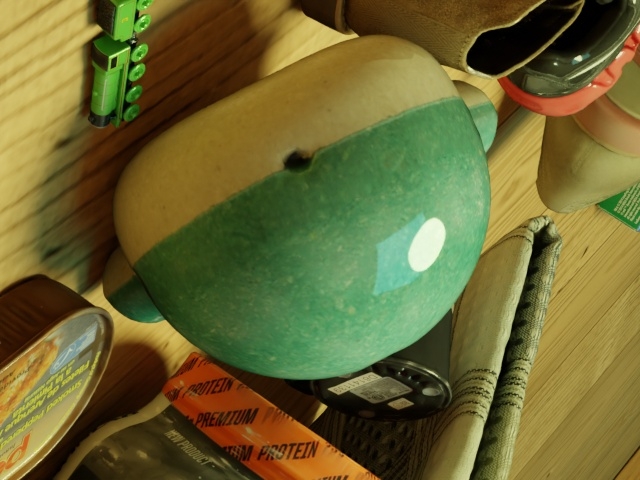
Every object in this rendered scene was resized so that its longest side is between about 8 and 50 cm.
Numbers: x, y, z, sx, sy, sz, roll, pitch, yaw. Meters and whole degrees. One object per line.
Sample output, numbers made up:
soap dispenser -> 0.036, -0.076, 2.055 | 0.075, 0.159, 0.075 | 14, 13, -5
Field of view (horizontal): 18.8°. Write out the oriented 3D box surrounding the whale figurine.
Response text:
whale figurine -> 0.000, 0.000, 0.962 | 0.216, 0.141, 0.272 | -27, 172, -4

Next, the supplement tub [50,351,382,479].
supplement tub -> -0.101, 0.242, 1.048 | 0.338, 0.207, 0.207 | -55, 163, -5

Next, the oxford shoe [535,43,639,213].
oxford shoe -> 0.278, -0.163, 1.510 | 0.397, 0.140, 0.146 | -40, 168, -40

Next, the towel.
towel -> 0.031, 0.167, 1.264 | 0.312, 0.056, 0.324 | -45, -162, 42

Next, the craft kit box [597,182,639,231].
craft kit box -> 0.395, -0.125, 2.001 | 0.250, 0.061, 0.247 | -59, 160, 10

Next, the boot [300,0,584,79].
boot -> 0.116, -0.168, 1.058 | 0.305, 0.115, 0.112 | -41, 154, -46

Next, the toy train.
toy train -> -0.087, -0.079, 0.827 | 0.024, 0.017, 0.083 | -32, 152, -33

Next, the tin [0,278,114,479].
tin -> -0.167, 0.089, 0.881 | 0.190, 0.040, 0.106 | -40, 153, -42

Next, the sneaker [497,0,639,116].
sneaker -> 0.195, -0.205, 1.227 | 0.276, 0.098, 0.135 | -58, 165, 9

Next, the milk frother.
milk frother -> 0.008, 0.022, 1.147 | 0.143, 0.129, 0.134 | 45, 42, -47
